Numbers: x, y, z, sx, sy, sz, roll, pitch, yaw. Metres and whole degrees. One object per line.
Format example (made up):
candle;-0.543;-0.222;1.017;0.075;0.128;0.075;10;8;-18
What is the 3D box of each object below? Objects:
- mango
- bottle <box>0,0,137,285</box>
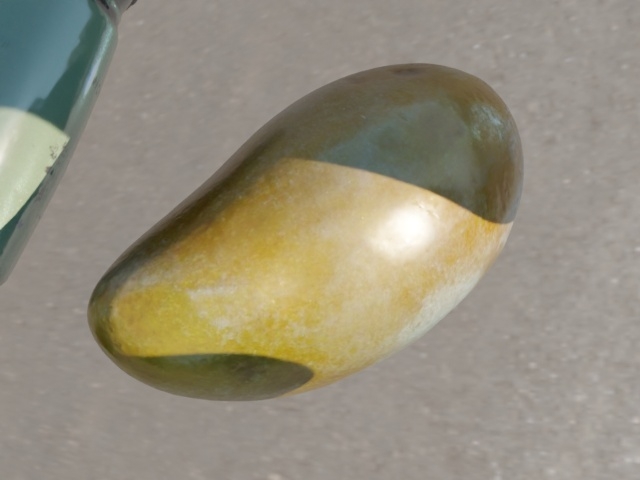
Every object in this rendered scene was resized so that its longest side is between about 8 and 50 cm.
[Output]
mango;0.000;0.000;1.230;0.384;0.221;0.199;-28;83;-33
bottle;-0.241;-0.139;1.281;0.168;0.168;0.347;32;72;-19
